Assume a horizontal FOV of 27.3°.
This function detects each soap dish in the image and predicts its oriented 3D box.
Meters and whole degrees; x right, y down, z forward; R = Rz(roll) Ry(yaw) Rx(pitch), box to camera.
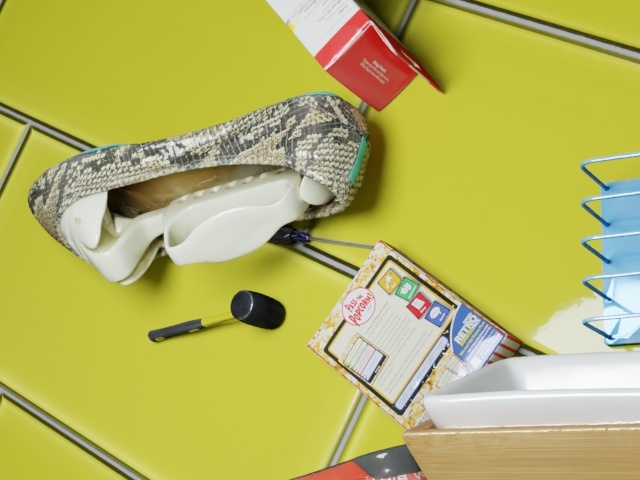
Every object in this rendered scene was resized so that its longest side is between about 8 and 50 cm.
[{"bbox_3d":[0.255,0.174,1.198,0.290,0.229,0.118,-7,92,30],"label":"soap dish"}]

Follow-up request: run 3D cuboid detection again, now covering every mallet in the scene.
[{"bbox_3d":[-0.124,0.098,1.563,0.189,0.062,0.039,-19,64,41],"label":"mallet"}]

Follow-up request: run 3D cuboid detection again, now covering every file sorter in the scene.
[{"bbox_3d":[0.317,0.006,1.275,0.118,0.104,0.170,-7,71,29],"label":"file sorter"}]

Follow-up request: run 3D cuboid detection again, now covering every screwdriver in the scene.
[{"bbox_3d":[0.000,0.000,1.527,0.170,0.025,0.024,9,79,24],"label":"screwdriver"}]

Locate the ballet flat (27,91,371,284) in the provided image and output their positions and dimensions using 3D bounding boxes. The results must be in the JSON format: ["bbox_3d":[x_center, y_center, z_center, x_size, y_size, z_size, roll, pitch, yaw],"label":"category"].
[{"bbox_3d":[-0.168,-0.040,1.537,0.482,0.164,0.182,-14,44,25],"label":"ballet flat"}]

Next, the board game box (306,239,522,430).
[{"bbox_3d":[0.097,0.111,1.412,0.193,0.045,0.147,39,97,34],"label":"board game box"}]

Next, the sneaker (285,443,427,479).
[{"bbox_3d":[0.008,0.316,1.377,0.270,0.090,0.145,-24,72,30],"label":"sneaker"}]

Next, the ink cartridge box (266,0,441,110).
[{"bbox_3d":[0.027,-0.238,1.508,0.078,0.134,0.231,-44,57,12],"label":"ink cartridge box"}]
